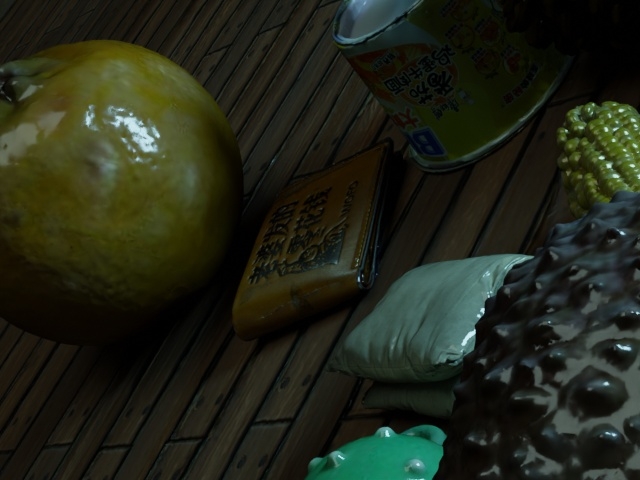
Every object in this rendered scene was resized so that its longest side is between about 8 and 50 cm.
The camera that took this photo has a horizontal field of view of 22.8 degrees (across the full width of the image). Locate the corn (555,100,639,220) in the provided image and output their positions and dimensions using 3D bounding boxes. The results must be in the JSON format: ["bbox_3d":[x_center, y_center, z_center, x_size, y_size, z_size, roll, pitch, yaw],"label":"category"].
[{"bbox_3d":[0.220,-0.008,1.086,0.086,0.086,0.288,-38,27,18],"label":"corn"}]

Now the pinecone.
[{"bbox_3d":[0.239,-0.259,1.308,0.221,0.221,0.221,-37,26,21],"label":"pinecone"}]

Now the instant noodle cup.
[{"bbox_3d":[0.113,-0.187,1.453,0.205,0.153,0.205,-37,24,20],"label":"instant noodle cup"}]

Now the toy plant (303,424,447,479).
[{"bbox_3d":[-0.006,0.247,0.951,0.279,0.185,0.400,-51,5,48],"label":"toy plant"}]

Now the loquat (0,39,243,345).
[{"bbox_3d":[-0.237,-0.052,1.625,0.328,0.328,0.328,-37,26,21],"label":"loquat"}]

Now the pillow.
[{"bbox_3d":[0.094,0.070,1.179,0.134,0.078,0.181,-53,22,-21],"label":"pillow"}]

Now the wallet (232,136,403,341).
[{"bbox_3d":[-0.003,-0.002,1.485,0.161,0.042,0.195,-27,31,37],"label":"wallet"}]

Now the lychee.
[{"bbox_3d":[0.193,0.106,0.716,0.300,0.300,0.300,-37,26,21],"label":"lychee"}]
